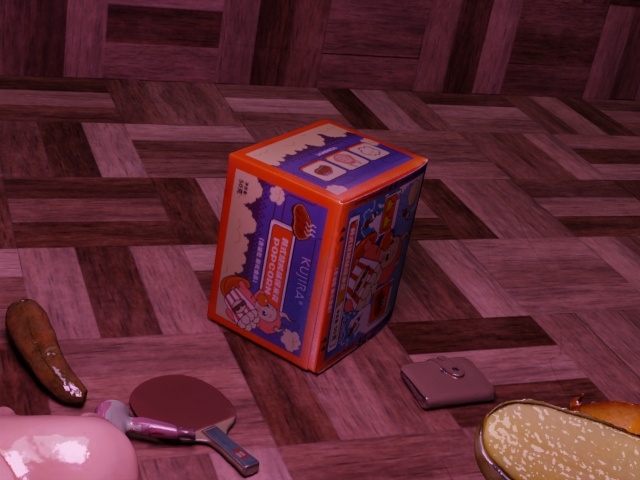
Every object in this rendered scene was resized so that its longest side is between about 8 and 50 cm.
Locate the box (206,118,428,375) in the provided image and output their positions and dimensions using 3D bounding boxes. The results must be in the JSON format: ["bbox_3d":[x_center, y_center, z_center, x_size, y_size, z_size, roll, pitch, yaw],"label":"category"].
[{"bbox_3d":[0.000,0.000,1.919,0.257,0.348,0.318,24,28,25],"label":"box"}]

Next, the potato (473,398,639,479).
[{"bbox_3d":[0.330,0.321,1.379,0.272,0.111,0.160,18,49,6],"label":"potato"}]

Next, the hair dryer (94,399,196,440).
[{"bbox_3d":[-0.267,0.291,1.569,0.154,0.054,0.106,0,33,-10],"label":"hair dryer"}]

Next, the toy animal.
[{"bbox_3d":[-0.391,0.323,1.293,0.326,0.237,0.269,-2,22,-12],"label":"toy animal"}]

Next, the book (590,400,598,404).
[{"bbox_3d":[0.509,0.362,1.750,0.161,0.026,0.231,20,29,18],"label":"book"}]

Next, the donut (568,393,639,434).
[{"bbox_3d":[0.496,0.308,1.574,0.254,0.253,0.118,12,68,3],"label":"donut"}]

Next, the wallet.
[{"bbox_3d":[0.227,0.252,1.852,0.153,0.038,0.118,-5,33,-26],"label":"wallet"}]

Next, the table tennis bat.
[{"bbox_3d":[-0.193,0.290,1.644,0.154,0.021,0.274,-16,35,-40],"label":"table tennis bat"}]

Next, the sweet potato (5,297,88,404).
[{"bbox_3d":[-0.459,0.182,1.706,0.075,0.075,0.273,-9,35,-33],"label":"sweet potato"}]
